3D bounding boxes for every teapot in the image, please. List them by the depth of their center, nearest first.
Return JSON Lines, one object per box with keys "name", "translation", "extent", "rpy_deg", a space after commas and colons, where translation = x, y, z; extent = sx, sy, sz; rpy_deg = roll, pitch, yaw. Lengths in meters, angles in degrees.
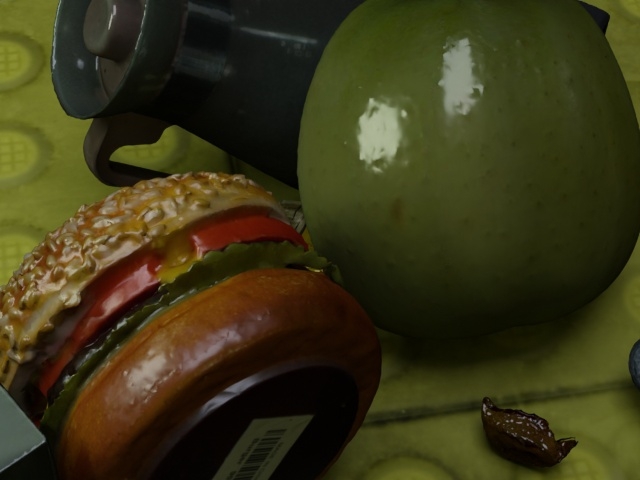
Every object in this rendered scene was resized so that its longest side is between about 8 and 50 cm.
{"name": "teapot", "translation": [-0.096, -0.174, 1.455], "extent": [0.344, 0.300, 0.253], "rpy_deg": [11, 28, -35]}

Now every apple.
{"name": "apple", "translation": [0.160, -0.091, 1.386], "extent": [0.312, 0.360, 0.320], "rpy_deg": [-6, 7, 23]}

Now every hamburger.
{"name": "hamburger", "translation": [-0.125, 0.103, 1.209], "extent": [0.330, 0.330, 0.250], "rpy_deg": [-26, 55, -23]}

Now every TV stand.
{"name": "TV stand", "translation": [-0.262, 0.226, 1.130], "extent": [0.083, 0.269, 0.088], "rpy_deg": [-34, 60, -27]}

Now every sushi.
{"name": "sushi", "translation": [0.196, 0.187, 1.330], "extent": [0.099, 0.050, 0.047], "rpy_deg": [27, 59, 11]}

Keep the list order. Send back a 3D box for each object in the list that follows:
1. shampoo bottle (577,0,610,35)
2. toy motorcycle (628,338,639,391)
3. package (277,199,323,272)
{"name": "shampoo bottle", "translation": [0.241, -0.181, 1.634], "extent": [0.098, 0.071, 0.309], "rpy_deg": [25, 53, 16]}
{"name": "toy motorcycle", "translation": [0.490, 0.129, 1.361], "extent": [0.341, 0.107, 0.223], "rpy_deg": [-21, 55, -19]}
{"name": "package", "translation": [0.000, 0.000, 1.460], "extent": [0.131, 0.047, 0.071], "rpy_deg": [11, 41, 29]}
